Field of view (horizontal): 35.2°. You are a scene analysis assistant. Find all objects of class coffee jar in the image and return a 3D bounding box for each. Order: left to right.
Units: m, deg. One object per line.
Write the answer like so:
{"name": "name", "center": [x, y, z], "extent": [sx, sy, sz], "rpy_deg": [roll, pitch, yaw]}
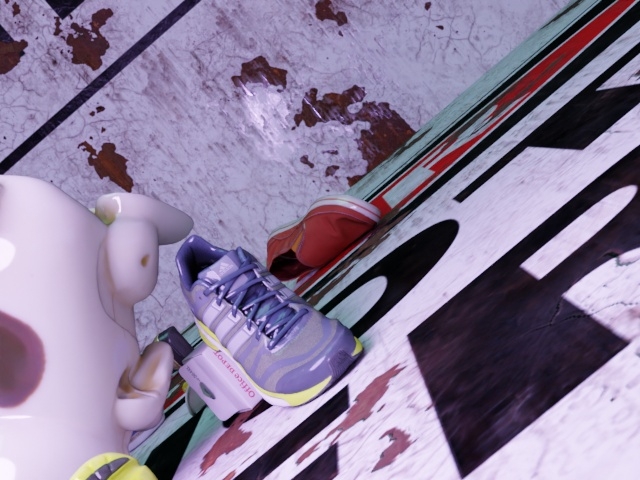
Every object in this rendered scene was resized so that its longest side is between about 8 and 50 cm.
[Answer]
{"name": "coffee jar", "center": [-0.367, 0.276, 2.230], "extent": [0.184, 0.096, 0.079], "rpy_deg": [-39, 7, 10]}

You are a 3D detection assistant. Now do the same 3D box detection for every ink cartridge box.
{"name": "ink cartridge box", "center": [-0.089, 0.139, 1.216], "extent": [0.143, 0.092, 0.090], "rpy_deg": [-44, 6, -26]}

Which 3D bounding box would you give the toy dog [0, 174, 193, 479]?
{"name": "toy dog", "center": [-0.288, 0.152, 1.070], "extent": [0.285, 0.407, 0.395], "rpy_deg": [-1, -10, -1]}

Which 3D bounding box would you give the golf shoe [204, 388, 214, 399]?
{"name": "golf shoe", "center": [-0.106, 0.142, 1.386], "extent": [0.176, 0.086, 0.069], "rpy_deg": [-42, 2, -43]}

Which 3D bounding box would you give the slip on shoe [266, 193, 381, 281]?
{"name": "slip on shoe", "center": [0.000, 0.000, 1.890], "extent": [0.331, 0.123, 0.101], "rpy_deg": [-27, 45, 51]}

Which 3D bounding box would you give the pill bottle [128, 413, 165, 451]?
{"name": "pill bottle", "center": [-0.346, 0.262, 1.676], "extent": [0.094, 0.169, 0.094], "rpy_deg": [-40, 5, 4]}

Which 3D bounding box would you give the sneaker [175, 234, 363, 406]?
{"name": "sneaker", "center": [-0.071, 0.077, 1.056], "extent": [0.111, 0.121, 0.300], "rpy_deg": [-43, 33, -19]}

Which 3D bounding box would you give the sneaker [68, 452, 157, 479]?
{"name": "sneaker", "center": [-0.242, 0.315, 0.852], "extent": [0.295, 0.109, 0.123], "rpy_deg": [-44, -16, -34]}

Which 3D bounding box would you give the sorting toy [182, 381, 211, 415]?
{"name": "sorting toy", "center": [-0.163, 0.217, 1.486], "extent": [0.083, 0.045, 0.075], "rpy_deg": [-41, -15, -5]}
